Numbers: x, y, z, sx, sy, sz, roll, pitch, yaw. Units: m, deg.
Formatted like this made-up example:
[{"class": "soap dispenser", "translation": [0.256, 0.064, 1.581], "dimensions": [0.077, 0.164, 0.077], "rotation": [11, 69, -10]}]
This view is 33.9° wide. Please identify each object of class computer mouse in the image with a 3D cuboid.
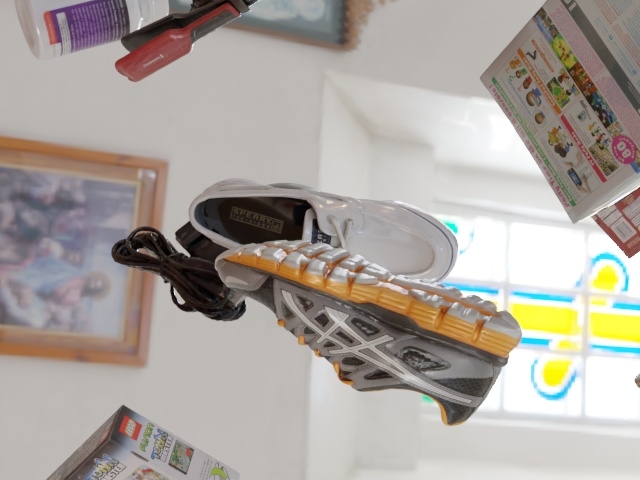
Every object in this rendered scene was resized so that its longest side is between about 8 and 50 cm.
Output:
[{"class": "computer mouse", "translation": [-0.066, -0.009, 1.119], "dimensions": [0.188, 0.272, 0.072], "rotation": [26, -59, 38]}]

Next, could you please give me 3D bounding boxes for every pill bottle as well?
[{"class": "pill bottle", "translation": [-0.316, -0.325, 1.461], "dimensions": [0.108, 0.194, 0.108], "rotation": [50, -29, 42]}]

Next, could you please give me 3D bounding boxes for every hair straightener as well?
[{"class": "hair straightener", "translation": [-0.144, -0.267, 1.202], "dimensions": [0.230, 0.047, 0.089], "rotation": [-26, -134, 33]}]

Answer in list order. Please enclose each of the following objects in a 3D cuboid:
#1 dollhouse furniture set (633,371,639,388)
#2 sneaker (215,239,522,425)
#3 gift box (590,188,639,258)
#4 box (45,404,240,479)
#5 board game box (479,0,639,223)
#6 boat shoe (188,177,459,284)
[{"class": "dollhouse furniture set", "translation": [0.409, 0.172, 0.974], "dimensions": [0.212, 0.242, 0.161], "rotation": [61, -29, 2]}, {"class": "sneaker", "translation": [0.023, 0.057, 0.710], "dimensions": [0.084, 0.215, 0.083], "rotation": [-24, 132, -67]}, {"class": "gift box", "translation": [0.617, -0.132, 1.880], "dimensions": [0.276, 0.258, 0.255], "rotation": [51, -15, 6]}, {"class": "box", "translation": [-0.170, 0.222, 0.855], "dimensions": [0.207, 0.114, 0.036], "rotation": [-43, -159, 34]}, {"class": "board game box", "translation": [0.338, -0.186, 1.186], "dimensions": [0.224, 0.098, 0.303], "rotation": [60, -31, 11]}, {"class": "boat shoe", "translation": [0.000, 0.000, 0.990], "dimensions": [0.084, 0.258, 0.095], "rotation": [-33, 130, -77]}]
